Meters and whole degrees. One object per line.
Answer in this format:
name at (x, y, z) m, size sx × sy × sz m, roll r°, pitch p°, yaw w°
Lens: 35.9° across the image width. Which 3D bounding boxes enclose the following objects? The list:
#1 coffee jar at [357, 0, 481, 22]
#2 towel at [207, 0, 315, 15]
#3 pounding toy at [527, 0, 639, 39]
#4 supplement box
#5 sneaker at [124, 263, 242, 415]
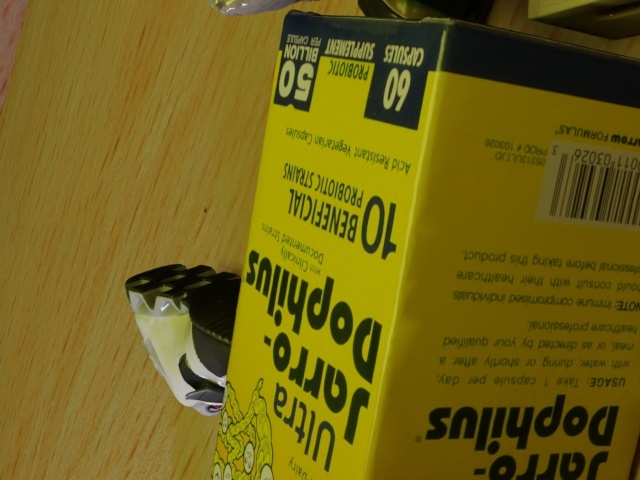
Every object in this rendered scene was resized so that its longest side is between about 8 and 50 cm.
coffee jar at (0.095, -0.228, 0.733) m, size 0.184 × 0.079 × 0.096 m, roll -66°, pitch 34°, yaw 32°
towel at (0.067, -0.227, 0.573) m, size 0.282 × 0.187 × 0.049 m, roll -32°, pitch 93°, yaw 27°
pounding toy at (0.181, -0.195, 0.547) m, size 0.141 × 0.100 × 0.130 m, roll 1°, pitch 86°, yaw 61°
supplement box at (0.070, 0.054, 0.612) m, size 0.194 × 0.195 × 0.357 m, roll 26°, pitch 108°, yaw 60°
sneaker at (-0.093, 0.114, 1.012) m, size 0.330 × 0.122 × 0.146 m, roll 10°, pitch 113°, yaw 60°
